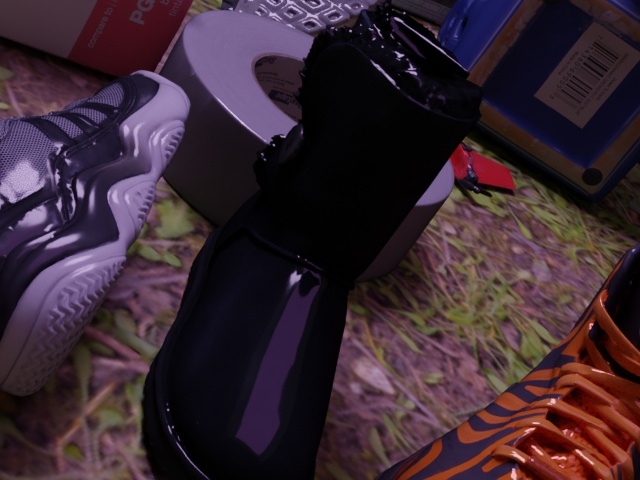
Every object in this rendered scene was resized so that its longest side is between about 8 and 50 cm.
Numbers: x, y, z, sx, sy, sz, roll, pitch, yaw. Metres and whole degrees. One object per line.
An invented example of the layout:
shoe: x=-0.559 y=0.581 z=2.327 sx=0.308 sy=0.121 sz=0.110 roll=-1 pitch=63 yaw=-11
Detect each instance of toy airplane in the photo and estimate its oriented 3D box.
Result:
toy airplane: x=0.111 y=-0.089 z=1.121 sx=0.151 sy=0.028 sz=0.151 roll=25 pitch=29 yaw=-15

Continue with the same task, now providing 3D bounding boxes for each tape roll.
tape roll: x=-0.015 y=-0.071 z=0.904 sx=0.219 sy=0.072 sz=0.219 roll=25 pitch=29 yaw=-15

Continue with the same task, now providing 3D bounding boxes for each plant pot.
plant pot: x=0.253 y=-0.191 z=1.229 sx=0.236 sy=0.236 sz=0.212 roll=34 pitch=32 yaw=-4

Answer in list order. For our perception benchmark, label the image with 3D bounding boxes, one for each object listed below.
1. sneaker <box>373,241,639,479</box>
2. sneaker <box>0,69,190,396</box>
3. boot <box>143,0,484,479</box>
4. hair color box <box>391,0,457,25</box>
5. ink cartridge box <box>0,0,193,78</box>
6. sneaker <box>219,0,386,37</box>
sneaker: x=0.136 y=0.094 z=0.682 sx=0.124 sy=0.180 sz=0.321 roll=38 pitch=27 yaw=9
sneaker: x=-0.164 y=-0.045 z=0.662 sx=0.153 sy=0.101 sz=0.268 roll=31 pitch=30 yaw=-12
boot: x=0.000 y=0.000 z=0.657 sx=0.094 sy=0.207 sz=0.246 roll=27 pitch=28 yaw=-15
hair color box: x=0.052 y=-0.409 z=1.486 sx=0.185 sy=0.113 sz=0.374 roll=15 pitch=32 yaw=-34
ink cartridge box: x=-0.239 y=-0.245 z=0.891 sx=0.283 sy=0.117 sz=0.207 roll=17 pitch=32 yaw=-30
sneaker: x=0.010 y=-0.218 z=1.139 sx=0.111 sy=0.129 sz=0.297 roll=42 pitch=46 yaw=11
